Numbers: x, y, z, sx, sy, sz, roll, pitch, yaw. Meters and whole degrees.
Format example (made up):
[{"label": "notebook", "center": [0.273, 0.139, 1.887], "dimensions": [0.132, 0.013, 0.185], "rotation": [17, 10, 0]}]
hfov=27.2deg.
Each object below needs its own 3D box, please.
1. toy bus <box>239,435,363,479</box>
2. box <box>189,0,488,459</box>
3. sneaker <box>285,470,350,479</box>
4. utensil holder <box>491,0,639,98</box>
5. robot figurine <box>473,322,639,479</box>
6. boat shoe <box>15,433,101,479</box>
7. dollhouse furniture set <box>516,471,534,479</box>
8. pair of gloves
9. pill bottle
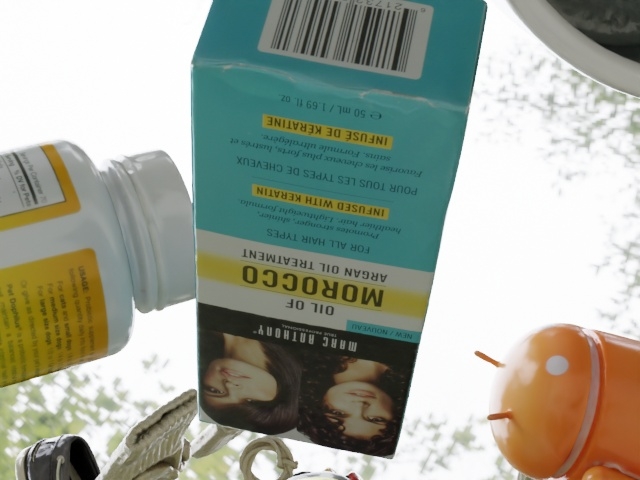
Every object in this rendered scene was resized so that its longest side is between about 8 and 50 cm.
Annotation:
[{"label": "toy bus", "center": [0.019, 0.244, 1.052], "dimensions": [0.191, 0.104, 0.202], "rotation": [6, -81, -7]}, {"label": "box", "center": [0.000, 0.000, 0.555], "dimensions": [0.100, 0.244, 0.060], "rotation": [10, -128, 4]}, {"label": "sneaker", "center": [0.069, 0.297, 0.751], "dimensions": [0.145, 0.147, 0.385], "rotation": [-19, -73, 17]}, {"label": "utensil holder", "center": [0.255, -0.274, 0.967], "dimensions": [0.327, 0.385, 0.328], "rotation": [1, -80, 4]}, {"label": "robot figurine", "center": [0.226, 0.137, 1.021], "dimensions": [0.219, 0.128, 0.158], "rotation": [15, -107, -9]}, {"label": "boat shoe", "center": [-0.200, 0.267, 1.152], "dimensions": [0.075, 0.065, 0.206], "rotation": [-7, -109, -62]}, {"label": "dollhouse furniture set", "center": [0.336, 0.300, 1.340], "dimensions": [0.151, 0.301, 0.197], "rotation": [-17, -44, -21]}, {"label": "pair of gloves", "center": [-0.097, 0.161, 1.076], "dimensions": [0.240, 0.204, 0.042], "rotation": [-28, -107, -44]}, {"label": "pill bottle", "center": [-0.172, 0.017, 0.664], "dimensions": [0.215, 0.117, 0.117], "rotation": [-15, -74, -20]}]
